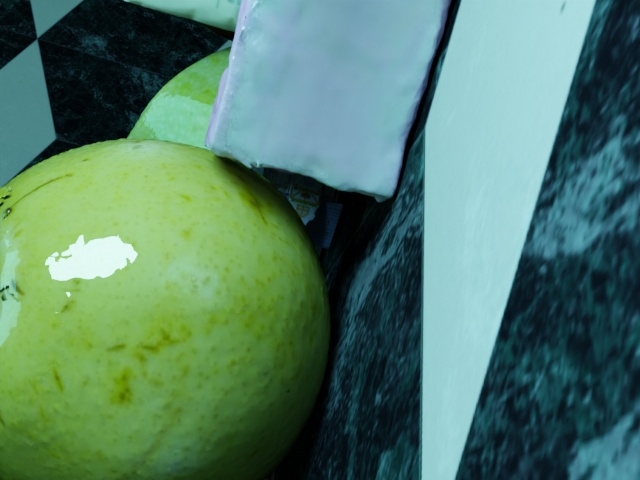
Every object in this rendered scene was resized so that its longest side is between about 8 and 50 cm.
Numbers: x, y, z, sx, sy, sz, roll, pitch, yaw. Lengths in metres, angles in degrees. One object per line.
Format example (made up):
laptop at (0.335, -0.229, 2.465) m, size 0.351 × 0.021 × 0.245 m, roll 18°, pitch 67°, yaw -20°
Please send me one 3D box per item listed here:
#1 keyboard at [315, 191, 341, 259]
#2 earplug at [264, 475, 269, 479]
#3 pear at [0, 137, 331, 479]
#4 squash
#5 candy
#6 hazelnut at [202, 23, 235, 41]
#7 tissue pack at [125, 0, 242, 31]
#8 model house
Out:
keyboard at (0.000, 0.000, 1.105) m, size 0.049 × 0.015 × 0.129 m, roll -91°, pitch 18°, yaw -52°
earplug at (-0.139, 0.233, 1.148) m, size 0.325 × 0.175 × 0.214 m, roll 174°, pitch 106°, yaw -73°
pear at (-0.156, 0.076, 0.849) m, size 0.348 × 0.348 × 0.349 m, roll -165°, pitch 90°, yaw -83°
squash at (-0.069, -0.109, 0.987) m, size 0.155 × 0.236 × 0.204 m, roll 53°, pitch 159°, yaw 24°
candy at (0.014, -0.175, 0.772) m, size 0.116 × 0.155 × 0.265 m, roll -121°, pitch 46°, yaw -77°
hazelnut at (-0.087, -0.494, 1.574) m, size 0.409 × 0.359 × 0.359 m, roll 87°, pitch -168°, yaw -57°
tissue pack at (-0.021, -0.387, 0.949) m, size 0.207 × 0.297 × 0.381 m, roll -97°, pitch 25°, yaw -65°
model house at (-0.037, -0.046, 1.021) m, size 0.167 × 0.117 × 0.088 m, roll -165°, pitch 87°, yaw -72°
